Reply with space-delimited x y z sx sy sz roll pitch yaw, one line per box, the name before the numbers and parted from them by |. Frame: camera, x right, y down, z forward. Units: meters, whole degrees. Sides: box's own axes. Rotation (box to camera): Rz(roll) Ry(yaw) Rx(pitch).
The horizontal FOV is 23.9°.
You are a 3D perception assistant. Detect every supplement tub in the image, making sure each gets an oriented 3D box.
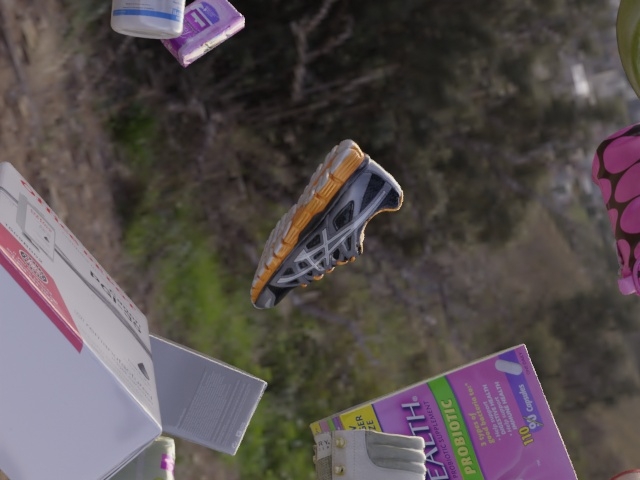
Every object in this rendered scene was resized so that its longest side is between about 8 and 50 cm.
supplement tub | -0.162 -0.250 1.444 0.071 0.071 0.107 5 90 -62

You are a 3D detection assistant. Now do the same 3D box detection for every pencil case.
pencil case | 0.313 -0.028 1.429 0.095 0.098 0.209 57 17 -29

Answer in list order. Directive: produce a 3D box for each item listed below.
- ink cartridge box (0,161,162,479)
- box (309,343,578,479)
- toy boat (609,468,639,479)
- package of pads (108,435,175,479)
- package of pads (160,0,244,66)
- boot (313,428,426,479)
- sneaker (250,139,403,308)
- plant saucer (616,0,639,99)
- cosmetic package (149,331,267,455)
ink cartridge box | -0.242 0.068 1.237 0.207 0.117 0.283 51 3 -18
box | 0.146 0.260 1.703 0.243 0.117 0.213 -18 84 -19
toy boat | 0.431 0.360 1.798 0.151 0.231 0.151 -21 132 -75
package of pads | -0.245 0.376 1.692 0.101 0.229 0.296 20 20 -11
package of pads | -0.127 -0.227 1.604 0.050 0.083 0.032 49 -14 22
boot | 0.002 0.239 1.232 0.213 0.077 0.165 0 72 -24
sneaker | 0.000 0.000 1.508 0.083 0.215 0.084 30 34 -13
plant saucer | 0.373 -0.160 1.350 0.037 0.241 0.241 -51 125 -39
cosmetic package | -0.191 0.153 1.681 0.238 0.127 0.107 33 80 -47
